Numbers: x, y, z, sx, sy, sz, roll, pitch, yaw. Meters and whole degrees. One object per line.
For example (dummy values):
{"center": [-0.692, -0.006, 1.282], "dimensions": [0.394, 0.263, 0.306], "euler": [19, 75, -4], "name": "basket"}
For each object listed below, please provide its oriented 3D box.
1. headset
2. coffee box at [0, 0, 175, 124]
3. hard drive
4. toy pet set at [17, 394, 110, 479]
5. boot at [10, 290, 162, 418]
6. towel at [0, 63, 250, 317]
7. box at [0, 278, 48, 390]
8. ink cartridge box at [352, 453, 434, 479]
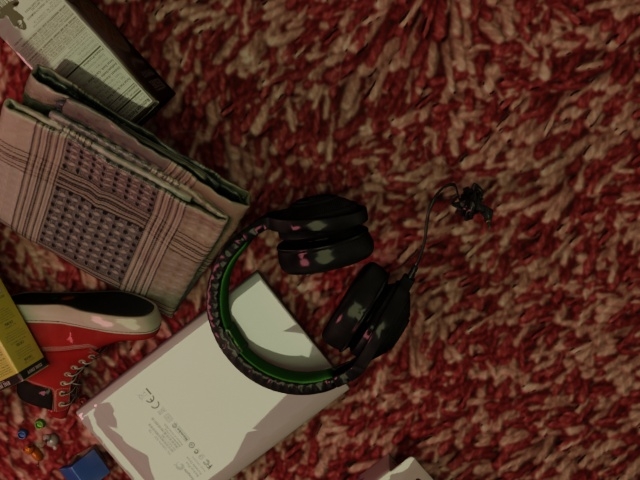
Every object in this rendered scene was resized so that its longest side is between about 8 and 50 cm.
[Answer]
{"center": [0.040, 0.039, 1.393], "dimensions": [0.394, 0.185, 0.243], "euler": [-30, 95, 15], "name": "headset"}
{"center": [-0.311, -0.243, 1.346], "dimensions": [0.098, 0.141, 0.246], "euler": [-41, 99, 9], "name": "coffee box"}
{"center": [-0.149, 0.220, 1.474], "dimensions": [0.319, 0.040, 0.210], "euler": [-38, 99, 3], "name": "hard drive"}
{"center": [-0.364, 0.303, 1.506], "dimensions": [0.122, 0.065, 0.114], "euler": [-30, 100, 9], "name": "toy pet set"}
{"center": [-0.319, 0.163, 1.448], "dimensions": [0.244, 0.088, 0.176], "euler": [0, 104, 23], "name": "boot"}
{"center": [-0.275, -0.043, 1.341], "dimensions": [0.312, 0.056, 0.324], "euler": [32, 141, -5], "name": "towel"}
{"center": [-0.463, 0.091, 1.413], "dimensions": [0.087, 0.058, 0.232], "euler": [-26, 95, 31], "name": "box"}
{"center": [0.090, 0.384, 1.509], "dimensions": [0.181, 0.061, 0.104], "euler": [-39, 99, 10], "name": "ink cartridge box"}
